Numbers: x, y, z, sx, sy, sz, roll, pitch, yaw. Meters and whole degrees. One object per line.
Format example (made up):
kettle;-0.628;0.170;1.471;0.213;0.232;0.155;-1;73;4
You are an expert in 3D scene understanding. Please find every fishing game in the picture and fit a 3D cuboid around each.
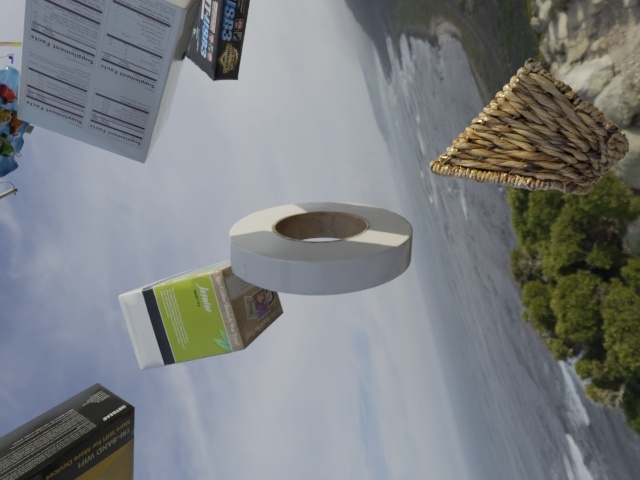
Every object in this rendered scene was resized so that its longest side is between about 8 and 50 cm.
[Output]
fishing game;-0.505;-0.186;0.734;0.189;0.041;0.264;-122;44;-69

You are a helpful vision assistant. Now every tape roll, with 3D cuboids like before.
tape roll;0.000;0.000;0.967;0.392;0.392;0.072;-76;-13;-69

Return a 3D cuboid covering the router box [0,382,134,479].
router box;-0.368;0.353;0.526;0.309;0.081;0.243;-27;-48;-57

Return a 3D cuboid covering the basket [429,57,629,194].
basket;0.363;-0.140;0.793;0.213;0.223;0.299;45;-157;11

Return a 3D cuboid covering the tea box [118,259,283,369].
tea box;-0.323;0.189;1.308;0.329;0.323;0.220;-31;-73;-75

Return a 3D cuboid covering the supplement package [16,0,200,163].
supplement package;-0.325;-0.308;0.720;0.262;0.198;0.199;-58;22;34

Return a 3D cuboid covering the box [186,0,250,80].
box;-0.247;-0.524;0.907;0.293;0.073;0.295;43;136;27
